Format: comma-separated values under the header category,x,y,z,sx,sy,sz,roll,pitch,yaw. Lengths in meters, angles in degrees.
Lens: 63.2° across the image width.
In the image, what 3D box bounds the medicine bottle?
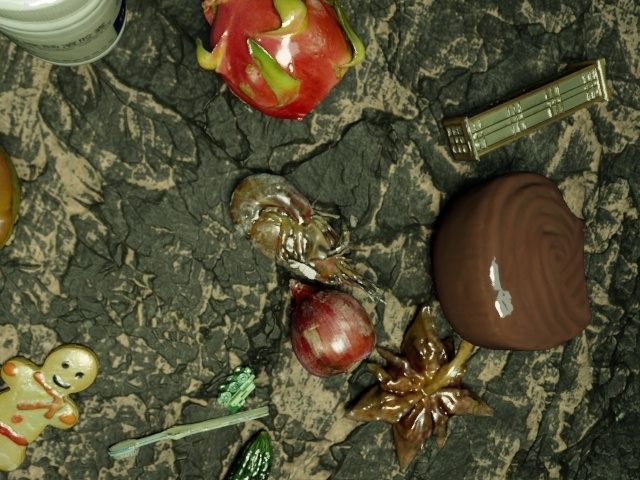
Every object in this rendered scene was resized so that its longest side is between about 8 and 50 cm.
category,x,y,z,sx,sy,sz,roll,pitch,yaw
medicine bottle,-0.351,-0.342,0.649,0.190,0.332,0.190,-2,99,-16

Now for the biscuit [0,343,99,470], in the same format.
category,x,y,z,sx,sy,sz,roll,pitch,yaw
biscuit,-0.475,0.264,0.864,0.234,0.030,0.153,-38,108,-7

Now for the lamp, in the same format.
category,x,y,z,sx,sy,sz,roll,pitch,yaw
lamp,0.402,-0.254,1.011,0.325,0.090,0.089,-24,105,-10

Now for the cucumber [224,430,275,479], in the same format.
category,x,y,z,sx,sy,sz,roll,pitch,yaw
cucumber,-0.157,0.483,0.965,0.077,0.077,0.265,32,90,-18

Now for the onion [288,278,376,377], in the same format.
category,x,y,z,sx,sy,sz,roll,pitch,yaw
onion,0.007,0.146,0.930,0.159,0.159,0.195,-32,83,-9

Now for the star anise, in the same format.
category,x,y,z,sx,sy,sz,roll,pitch,yaw
star anise,0.213,0.283,1.027,0.349,0.109,0.292,-26,109,-12

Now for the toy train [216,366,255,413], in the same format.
category,x,y,z,sx,sy,sz,roll,pitch,yaw
toy train,-0.151,0.272,0.957,0.083,0.033,0.053,-46,112,-6

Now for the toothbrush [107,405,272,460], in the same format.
category,x,y,z,sx,sy,sz,roll,pitch,yaw
toothbrush,-0.231,0.344,0.948,0.294,0.026,0.028,-13,120,-14

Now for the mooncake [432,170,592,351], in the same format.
category,x,y,z,sx,sy,sz,roll,pitch,yaw
mooncake,0.368,0.053,0.965,0.334,0.174,0.326,40,67,-11

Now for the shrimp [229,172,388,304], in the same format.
category,x,y,z,sx,sy,sz,roll,pitch,yaw
shrimp,-0.004,0.003,0.914,0.343,0.116,0.145,36,89,-12

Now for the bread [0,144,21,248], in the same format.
category,x,y,z,sx,sy,sz,roll,pitch,yaw
bread,-0.566,-0.065,0.725,0.270,0.148,0.270,-3,99,-16

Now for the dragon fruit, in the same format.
category,x,y,z,sx,sy,sz,roll,pitch,yaw
dragon fruit,-0.067,-0.306,0.802,0.224,0.224,0.227,-50,123,-4
